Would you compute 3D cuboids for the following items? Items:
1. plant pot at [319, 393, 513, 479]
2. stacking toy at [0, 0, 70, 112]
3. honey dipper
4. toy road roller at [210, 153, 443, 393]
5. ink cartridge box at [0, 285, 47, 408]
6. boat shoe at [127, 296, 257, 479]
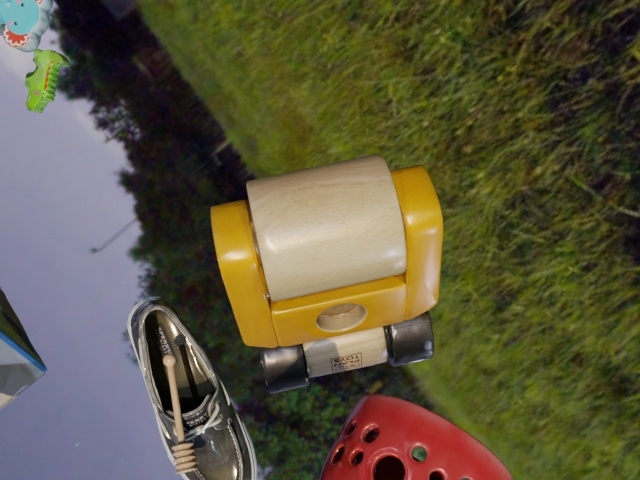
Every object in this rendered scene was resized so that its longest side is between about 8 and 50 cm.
[{"bbox_3d":[0.081,0.284,0.735,0.191,0.174,0.191,28,155,14],"label":"plant pot"},{"bbox_3d":[-0.222,-0.212,0.555,0.052,0.221,0.167,21,-174,6],"label":"stacking toy"},{"bbox_3d":[-0.196,0.234,0.960,0.030,0.030,0.161,51,-156,-71],"label":"honey dipper"},{"bbox_3d":[0.000,0.000,0.778,0.329,0.202,0.240,83,174,-54],"label":"toy road roller"},{"bbox_3d":[-0.503,0.057,0.877,0.307,0.129,0.223,41,165,38],"label":"ink cartridge box"},{"bbox_3d":[-0.192,0.241,1.018,0.335,0.121,0.119,62,168,-3],"label":"boat shoe"}]
